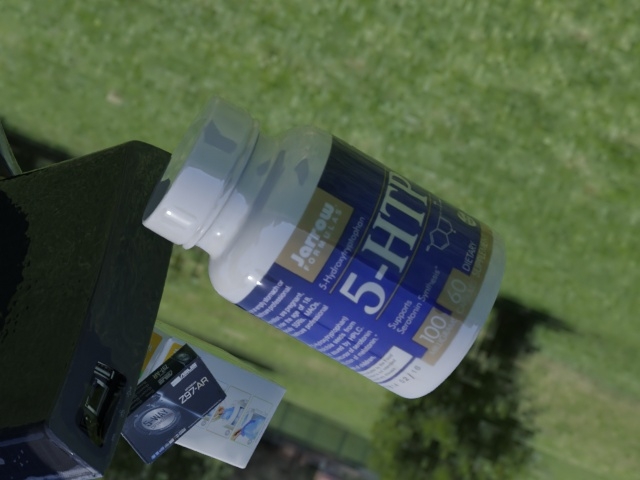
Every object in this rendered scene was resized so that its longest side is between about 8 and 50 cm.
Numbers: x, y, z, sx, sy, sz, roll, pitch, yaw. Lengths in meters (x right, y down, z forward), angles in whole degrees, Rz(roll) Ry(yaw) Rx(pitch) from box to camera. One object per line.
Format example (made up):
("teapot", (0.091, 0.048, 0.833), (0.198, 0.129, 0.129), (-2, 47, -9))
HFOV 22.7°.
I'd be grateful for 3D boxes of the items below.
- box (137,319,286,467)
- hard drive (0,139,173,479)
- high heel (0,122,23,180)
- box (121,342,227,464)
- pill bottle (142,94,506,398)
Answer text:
("box", (-0.154, 0.155, 1.714), (0.114, 0.103, 0.203), (27, 177, 41))
("hard drive", (-0.187, 0.047, 1.052), (0.172, 0.255, 0.054), (-14, 136, 28))
("high heel", (-0.285, 0.001, 1.159), (0.093, 0.186, 0.261), (0, -150, 22))
("box", (-0.119, 0.127, 1.236), (0.018, 0.083, 0.067), (41, 166, 37))
("pill bottle", (0.000, 0.000, 0.901), (0.186, 0.112, 0.112), (29, 177, -12))
